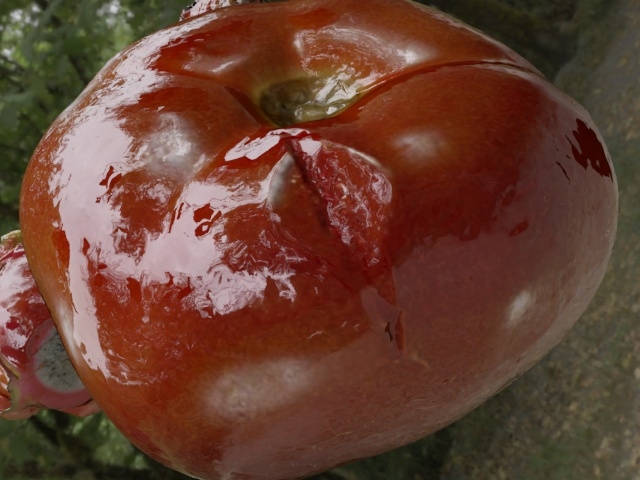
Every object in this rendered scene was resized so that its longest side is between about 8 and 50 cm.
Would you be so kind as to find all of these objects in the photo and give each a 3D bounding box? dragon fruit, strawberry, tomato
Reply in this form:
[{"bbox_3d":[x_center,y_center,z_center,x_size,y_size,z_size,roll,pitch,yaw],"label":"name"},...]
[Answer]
[{"bbox_3d":[-0.332,0.107,1.066,0.227,0.224,0.224,42,113,57],"label":"dragon fruit"},{"bbox_3d":[-0.090,-0.213,0.853,0.083,0.097,0.083,4,-90,-85],"label":"strawberry"},{"bbox_3d":[0.000,0.000,0.471,0.298,0.299,0.226,-74,-20,-47],"label":"tomato"}]
